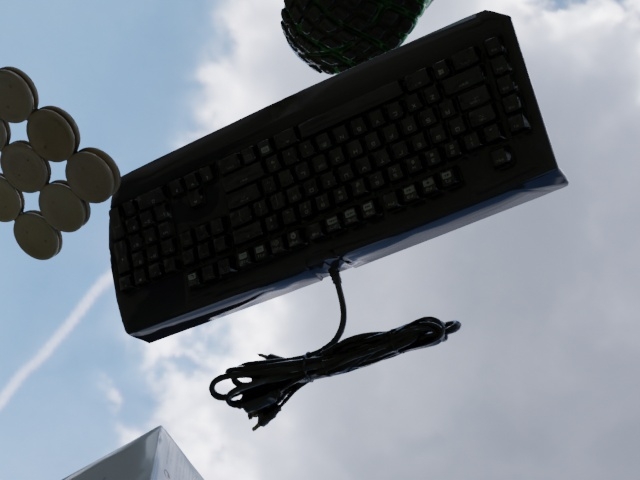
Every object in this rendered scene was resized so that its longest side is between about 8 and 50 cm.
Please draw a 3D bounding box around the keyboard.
[{"bbox_3d":[0.000,0.000,0.677,0.317,0.033,0.201,-22,-104,24],"label":"keyboard"}]

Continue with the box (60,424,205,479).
[{"bbox_3d":[-0.173,0.415,1.166,0.215,0.345,0.168,-30,-160,9],"label":"box"}]

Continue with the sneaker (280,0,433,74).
[{"bbox_3d":[0.099,-0.307,1.146,0.343,0.146,0.134,-39,-87,24],"label":"sneaker"}]

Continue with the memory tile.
[{"bbox_3d":[-0.210,-0.063,0.715,0.148,0.012,0.113,46,-54,-4],"label":"memory tile"}]
